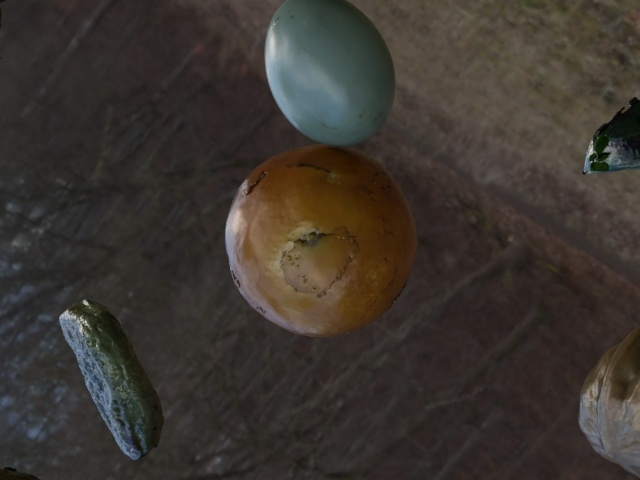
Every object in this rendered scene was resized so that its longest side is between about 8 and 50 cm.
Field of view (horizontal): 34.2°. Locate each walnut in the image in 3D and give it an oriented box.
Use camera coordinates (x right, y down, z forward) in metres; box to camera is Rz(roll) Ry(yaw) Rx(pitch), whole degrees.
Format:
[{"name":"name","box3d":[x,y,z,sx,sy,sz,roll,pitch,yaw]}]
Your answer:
[{"name":"walnut","box3d":[0.310,0.140,0.911,0.149,0.166,0.166,58,-178,-11]}]

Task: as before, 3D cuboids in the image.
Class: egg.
[{"name":"egg","box3d":[0.011,-0.205,1.248,0.149,0.149,0.192,-122,8,-75]}]

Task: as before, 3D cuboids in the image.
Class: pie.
[{"name":"pie","box3d":[-0.341,0.217,1.664,0.277,0.078,0.277,42,145,38]}]

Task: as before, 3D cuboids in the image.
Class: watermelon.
[{"name":"watermelon","box3d":[0.466,-0.132,1.255,0.129,0.301,0.123,104,152,-65]}]

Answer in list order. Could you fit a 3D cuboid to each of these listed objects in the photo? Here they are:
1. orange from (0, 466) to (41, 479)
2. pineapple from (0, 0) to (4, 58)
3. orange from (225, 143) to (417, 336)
[{"name":"orange","box3d":[-0.395,0.447,1.425,0.334,0.263,0.196,20,-170,-19]},{"name":"pineapple","box3d":[-0.227,-0.185,0.592,0.128,0.128,0.248,34,150,3]},{"name":"orange","box3d":[0.000,0.000,1.311,0.246,0.246,0.246,34,-174,-4]}]
